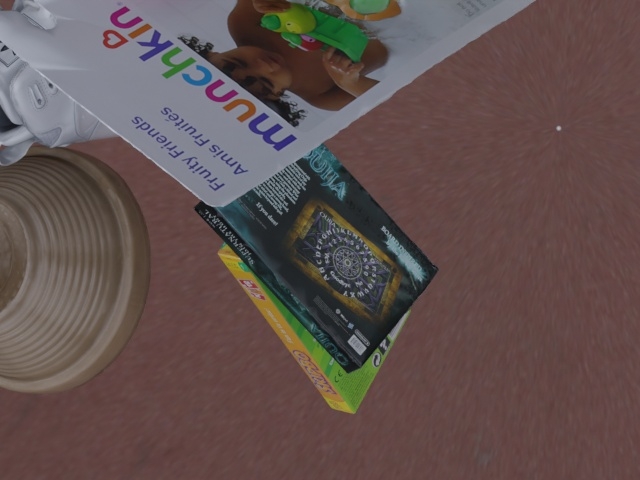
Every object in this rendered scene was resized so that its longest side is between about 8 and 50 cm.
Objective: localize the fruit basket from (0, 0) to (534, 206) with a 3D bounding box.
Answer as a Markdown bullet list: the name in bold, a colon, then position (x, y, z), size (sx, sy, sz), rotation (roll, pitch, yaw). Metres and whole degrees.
- **fruit basket**: position (-0.051, -0.199, 0.957), size (0.327, 0.353, 0.165), rotation (39, 136, 20)

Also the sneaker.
- **sneaker**: position (-0.208, -0.224, 1.552), size (0.137, 0.210, 0.366), rotation (40, 138, 32)

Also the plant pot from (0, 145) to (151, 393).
- **plant pot**: position (-0.284, 0.024, 1.649), size (0.237, 0.110, 0.237), rotation (-3, 83, 28)

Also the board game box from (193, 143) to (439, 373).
- **board game box**: position (0.000, 0.000, 1.444), size (0.186, 0.026, 0.126), rotation (48, 55, -8)

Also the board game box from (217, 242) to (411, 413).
- **board game box**: position (-0.005, 0.031, 1.575), size (0.039, 0.259, 0.124), rotation (10, 57, 35)
